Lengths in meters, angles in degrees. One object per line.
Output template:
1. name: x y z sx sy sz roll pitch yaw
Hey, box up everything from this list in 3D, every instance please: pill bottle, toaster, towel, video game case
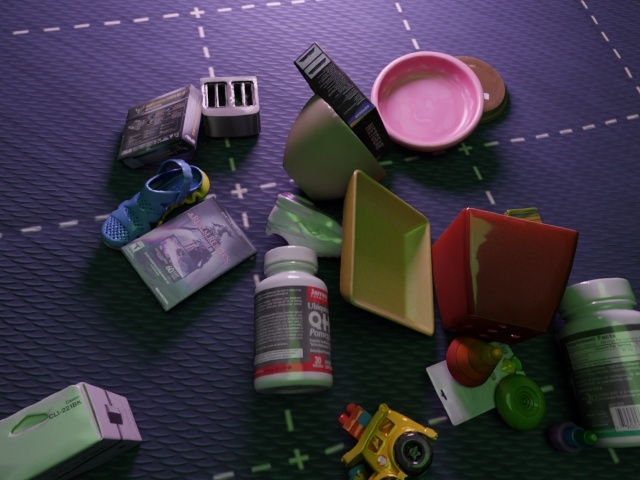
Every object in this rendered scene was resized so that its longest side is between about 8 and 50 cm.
1. pill bottle: 0.687 0.285 1.108 0.204 0.204 0.361 -1 66 -6
2. pill bottle: -0.066 0.183 1.093 0.176 0.176 0.318 -1 66 -6
3. toaster: -0.261 -0.384 1.368 0.168 0.110 0.185 -5 66 -7
4. towel: 0.600 0.016 1.322 0.102 0.021 0.237 -8 67 -8
5. video game case: -0.325 0.027 1.194 0.274 0.026 0.196 -35 80 -25

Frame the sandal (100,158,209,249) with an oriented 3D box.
1. sandal: -0.430 -0.106 1.212 0.126 0.138 0.317 39 70 10

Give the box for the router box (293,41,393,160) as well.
1. router box: 0.073 -0.359 1.284 0.081 0.309 0.243 -41 73 8

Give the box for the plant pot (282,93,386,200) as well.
1. plant pot: 0.012 -0.215 1.257 0.191 0.284 0.284 -41 74 9

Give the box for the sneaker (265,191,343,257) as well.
1. sneaker: 0.000 0.000 1.238 0.305 0.114 0.152 30 99 -3

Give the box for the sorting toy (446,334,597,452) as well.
1. sorting toy: 0.459 0.340 1.052 0.365 0.126 0.127 39 64 3

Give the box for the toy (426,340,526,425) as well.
1. toy: 0.375 0.337 1.135 0.237 0.056 0.137 -16 64 -18

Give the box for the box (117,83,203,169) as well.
1. box: -0.435 -0.306 1.287 0.231 0.056 0.183 -11 62 23

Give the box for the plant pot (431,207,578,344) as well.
1. plant pot: 0.418 0.106 1.135 0.267 0.267 0.235 13 69 0

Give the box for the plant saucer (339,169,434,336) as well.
1. plant saucer: 0.155 0.045 1.158 0.333 0.081 0.332 27 56 -41

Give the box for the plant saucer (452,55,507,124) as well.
1. plant saucer: 0.478 -0.496 1.533 0.278 0.041 0.278 3 66 -6

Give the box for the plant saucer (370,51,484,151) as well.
1. plant saucer: 0.317 -0.409 1.429 0.332 0.084 0.332 -1 73 3

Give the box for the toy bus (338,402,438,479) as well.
1. toy bus: 0.118 0.462 1.013 0.211 0.149 0.220 29 68 22

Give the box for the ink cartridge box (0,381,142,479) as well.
1. ink cartridge box: -0.487 0.383 0.907 0.197 0.273 0.114 -26 70 -16
